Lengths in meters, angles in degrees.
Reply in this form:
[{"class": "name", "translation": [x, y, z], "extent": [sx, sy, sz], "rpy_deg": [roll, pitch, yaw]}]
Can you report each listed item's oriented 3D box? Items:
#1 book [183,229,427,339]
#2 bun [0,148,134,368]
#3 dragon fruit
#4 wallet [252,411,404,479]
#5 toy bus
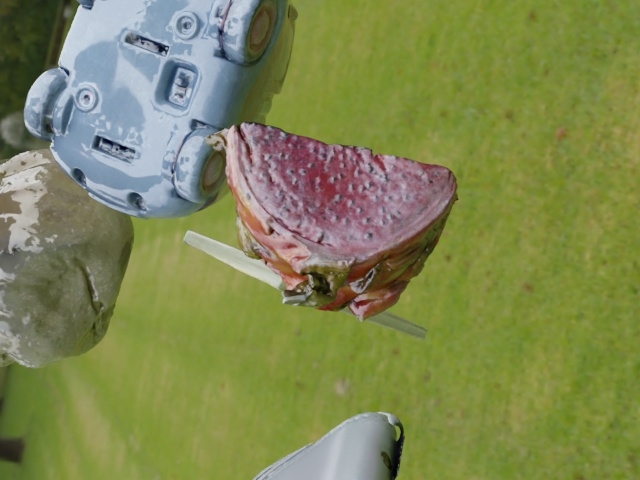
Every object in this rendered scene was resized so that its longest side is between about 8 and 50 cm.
[{"class": "book", "translation": [-0.016, 0.059, 1.452], "extent": [0.215, 0.282, 0.025], "rpy_deg": [22, 89, 48]}, {"class": "bun", "translation": [-0.360, 0.021, 1.362], "extent": [0.281, 0.204, 0.282], "rpy_deg": [1, 92, 46]}, {"class": "dragon fruit", "translation": [0.000, 0.000, 0.644], "extent": [0.102, 0.147, 0.096], "rpy_deg": [60, -138, -69]}, {"class": "wallet", "translation": [-0.016, 0.226, 0.737], "extent": [0.170, 0.069, 0.231], "rpy_deg": [-39, 16, 26]}, {"class": "toy bus", "translation": [-0.132, -0.167, 1.111], "extent": [0.232, 0.197, 0.294], "rpy_deg": [-5, -65, -71]}]
